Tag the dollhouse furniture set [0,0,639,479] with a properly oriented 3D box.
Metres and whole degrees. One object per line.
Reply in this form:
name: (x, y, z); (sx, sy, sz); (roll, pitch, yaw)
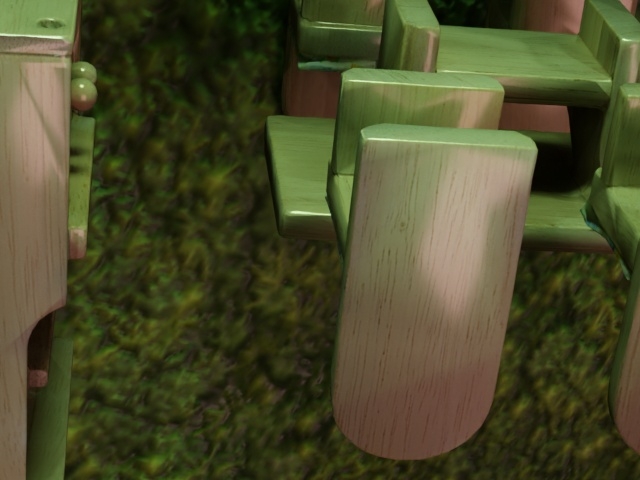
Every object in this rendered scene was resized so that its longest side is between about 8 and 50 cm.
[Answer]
dollhouse furniture set: (0.000, 0.000, 0.480); (0.242, 0.212, 0.161); (3, 117, -8)
